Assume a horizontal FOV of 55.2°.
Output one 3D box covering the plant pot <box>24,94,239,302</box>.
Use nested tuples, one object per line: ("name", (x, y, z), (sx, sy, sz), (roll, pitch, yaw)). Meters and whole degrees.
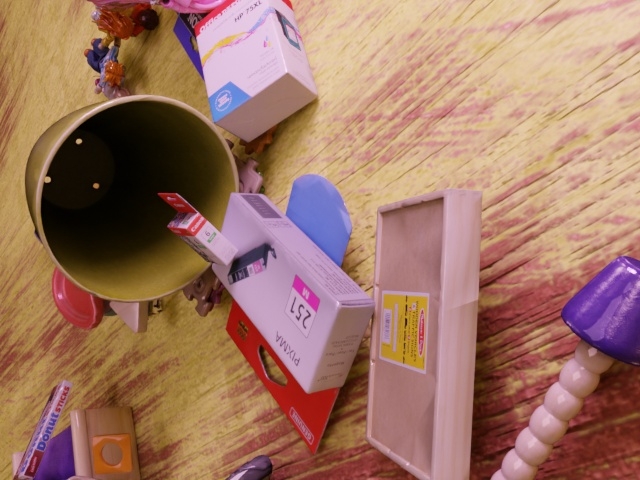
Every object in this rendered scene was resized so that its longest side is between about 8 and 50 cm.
("plant pot", (-0.313, -0.085, 0.901), (0.294, 0.275, 0.274), (22, 101, 48))

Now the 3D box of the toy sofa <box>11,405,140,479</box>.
("toy sofa", (-0.513, 0.445, 1.188), (0.363, 0.177, 0.150), (-36, 59, 40))

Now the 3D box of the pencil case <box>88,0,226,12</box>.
("pencil case", (-0.279, -0.453, 0.991), (0.386, 0.167, 0.160), (26, 127, 48))

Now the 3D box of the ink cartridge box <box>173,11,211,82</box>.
("ink cartridge box", (-0.200, -0.407, 1.050), (0.208, 0.045, 0.206), (-56, 49, 29))

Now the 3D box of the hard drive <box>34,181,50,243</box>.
("hard drive", (-0.611, -0.053, 1.447), (0.255, 0.054, 0.171), (18, 99, 47))

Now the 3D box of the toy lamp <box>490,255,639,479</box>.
("toy lamp", (0.200, 0.139, 0.517), (0.080, 0.080, 0.274), (44, 116, 41))

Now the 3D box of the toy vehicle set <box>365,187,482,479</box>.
("toy vehicle set", (0.098, 0.089, 0.617), (0.166, 0.035, 0.266), (173, 101, -73))

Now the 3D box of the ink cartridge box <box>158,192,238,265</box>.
("ink cartridge box", (-0.166, -0.014, 0.796), (0.063, 0.115, 0.029), (6, 56, 54))

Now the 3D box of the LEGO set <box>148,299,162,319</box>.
("LEGO set", (-0.318, 0.128, 1.133), (0.083, 0.023, 0.054), (1, 88, 35))

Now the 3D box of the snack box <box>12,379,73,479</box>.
("snack box", (-0.506, 0.348, 1.121), (0.064, 0.022, 0.178), (-31, 37, 42))

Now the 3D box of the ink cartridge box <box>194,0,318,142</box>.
("ink cartridge box", (-0.100, -0.276, 0.876), (0.134, 0.078, 0.230), (-28, 62, 25))

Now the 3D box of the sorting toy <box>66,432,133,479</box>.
("sorting toy", (-0.333, 0.489, 1.018), (0.196, 0.047, 0.347), (7, 91, 5))

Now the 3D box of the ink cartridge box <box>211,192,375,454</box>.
("ink cartridge box", (-0.064, 0.102, 0.798), (0.275, 0.060, 0.238), (43, 123, 44))

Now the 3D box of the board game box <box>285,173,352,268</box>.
("board game box", (0.000, 0.000, 0.787), (0.133, 0.033, 0.168), (40, 123, 44))

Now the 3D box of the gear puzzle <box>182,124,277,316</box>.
("gear puzzle", (-0.143, -0.062, 0.952), (0.175, 0.044, 0.338), (40, 111, 45))

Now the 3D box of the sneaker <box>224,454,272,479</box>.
("sneaker", (-0.110, 0.413, 0.824), (0.108, 0.100, 0.271), (24, 102, 24))

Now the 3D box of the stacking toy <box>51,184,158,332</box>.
("stacking toy", (-0.353, 0.015, 1.131), (0.280, 0.130, 0.308), (15, 97, 32))

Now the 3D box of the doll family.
("doll family", (-0.423, -0.388, 1.236), (0.163, 0.118, 0.262), (43, 116, 41))
